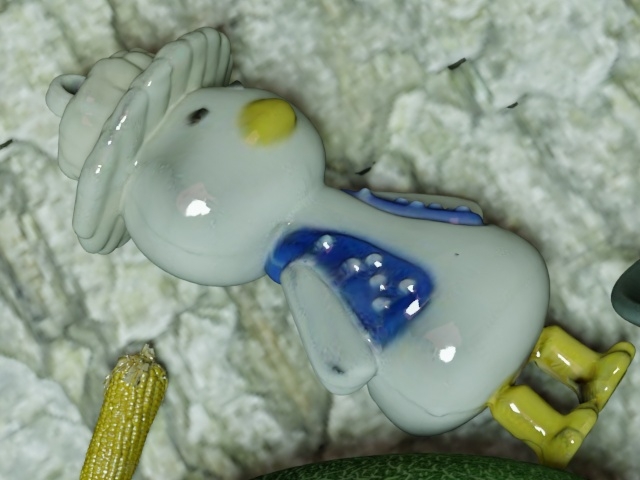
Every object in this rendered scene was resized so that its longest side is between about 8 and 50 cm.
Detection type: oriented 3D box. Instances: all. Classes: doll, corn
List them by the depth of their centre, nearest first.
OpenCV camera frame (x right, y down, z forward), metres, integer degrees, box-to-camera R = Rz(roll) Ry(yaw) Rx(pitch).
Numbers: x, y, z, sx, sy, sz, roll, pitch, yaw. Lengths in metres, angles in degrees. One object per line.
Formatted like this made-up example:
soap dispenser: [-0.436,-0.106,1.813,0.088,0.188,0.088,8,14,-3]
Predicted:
doll: [0.000,0.000,0.885,0.293,0.119,0.138,31,48,12]
corn: [-0.094,0.089,0.936,0.027,0.028,0.083,18,88,33]

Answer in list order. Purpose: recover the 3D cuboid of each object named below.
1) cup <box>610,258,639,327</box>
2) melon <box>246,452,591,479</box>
cup: [0.235,0.066,0.815,0.199,0.199,0.150,-15,99,9]
melon: [0.022,0.179,0.827,0.287,0.182,0.182,-6,83,22]
